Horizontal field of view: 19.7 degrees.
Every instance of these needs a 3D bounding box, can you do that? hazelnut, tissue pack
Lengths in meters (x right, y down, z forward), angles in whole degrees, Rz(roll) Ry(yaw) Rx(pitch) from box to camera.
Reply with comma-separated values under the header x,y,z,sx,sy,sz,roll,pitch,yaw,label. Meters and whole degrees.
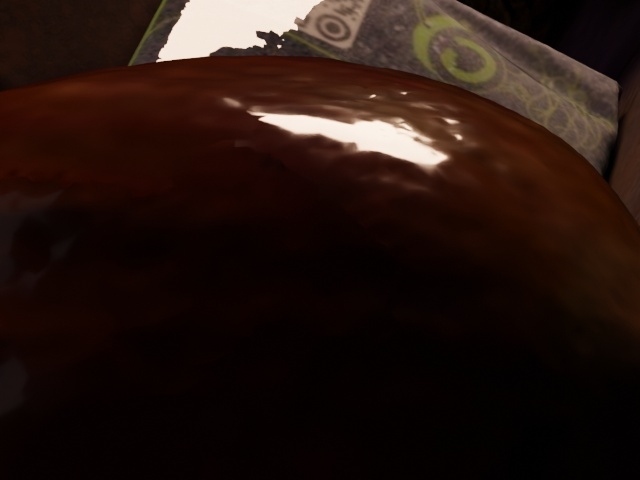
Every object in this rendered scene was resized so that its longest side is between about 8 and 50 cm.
x,y,z,sx,sy,sz,roll,pitch,yaw,label
-0.034,0.127,0.665,0.420,0.353,0.421,-20,45,21,hazelnut
0.000,0.000,1.031,0.394,0.288,0.124,-70,7,-45,tissue pack

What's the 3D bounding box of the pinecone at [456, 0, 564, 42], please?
x,y,z,sx,sy,sz,roll,pitch,yaw,label
0.113,-0.232,1.495,0.179,0.184,0.205,-25,27,47,pinecone
